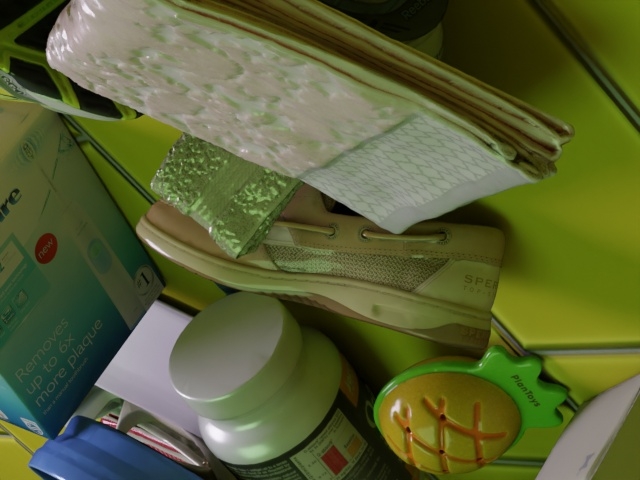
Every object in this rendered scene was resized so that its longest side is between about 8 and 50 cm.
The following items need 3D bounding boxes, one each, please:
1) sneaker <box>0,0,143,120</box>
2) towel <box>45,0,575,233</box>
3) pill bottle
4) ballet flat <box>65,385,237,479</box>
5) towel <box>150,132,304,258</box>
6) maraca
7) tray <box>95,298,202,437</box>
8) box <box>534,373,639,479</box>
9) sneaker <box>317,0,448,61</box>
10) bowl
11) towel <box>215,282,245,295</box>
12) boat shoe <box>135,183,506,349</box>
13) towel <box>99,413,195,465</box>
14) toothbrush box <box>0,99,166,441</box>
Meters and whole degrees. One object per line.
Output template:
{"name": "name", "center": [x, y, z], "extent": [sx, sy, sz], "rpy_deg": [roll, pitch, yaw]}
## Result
{"name": "sneaker", "center": [-0.307, -0.185, 1.415], "extent": [0.384, 0.145, 0.147], "rpy_deg": [26, 166, -28]}
{"name": "towel", "center": [-0.027, -0.098, 1.238], "extent": [0.317, 0.053, 0.332], "rpy_deg": [25, 169, -12]}
{"name": "pill bottle", "center": [-0.023, 0.184, 1.783], "extent": [0.162, 0.162, 0.278], "rpy_deg": [10, 148, 42]}
{"name": "ballet flat", "center": [-0.228, 0.183, 2.084], "extent": [0.400, 0.139, 0.139], "rpy_deg": [23, 153, 25]}
{"name": "towel", "center": [-0.061, -0.068, 1.440], "extent": [0.110, 0.148, 0.027], "rpy_deg": [40, -161, 3]}
{"name": "maraca", "center": [0.134, 0.152, 1.628], "extent": [0.185, 0.099, 0.127], "rpy_deg": [-25, 123, 32]}
{"name": "tray", "center": [-0.183, 0.121, 1.984], "extent": [0.270, 0.030, 0.145], "rpy_deg": [23, 121, 24]}
{"name": "box", "center": [0.310, 0.236, 1.516], "extent": [0.232, 0.127, 0.148], "rpy_deg": [37, 156, -4]}
{"name": "sneaker", "center": [-0.046, -0.173, 1.258], "extent": [0.297, 0.111, 0.129], "rpy_deg": [25, 160, 22]}
{"name": "bowl", "center": [-0.124, 0.310, 1.887], "extent": [0.391, 0.077, 0.391], "rpy_deg": [30, 166, 8]}
{"name": "towel", "center": [-0.103, 0.013, 1.744], "extent": [0.067, 0.029, 0.119], "rpy_deg": [-4, 135, 52]}
{"name": "boat shoe", "center": [0.000, 0.000, 1.507], "extent": [0.341, 0.110, 0.121], "rpy_deg": [15, -178, 28]}
{"name": "towel", "center": [-0.150, 0.354, 2.407], "extent": [0.237, 0.037, 0.329], "rpy_deg": [17, 150, 31]}
{"name": "toothbrush box", "center": [-0.310, 0.021, 1.794], "extent": [0.126, 0.216, 0.295], "rpy_deg": [15, 148, 35]}
